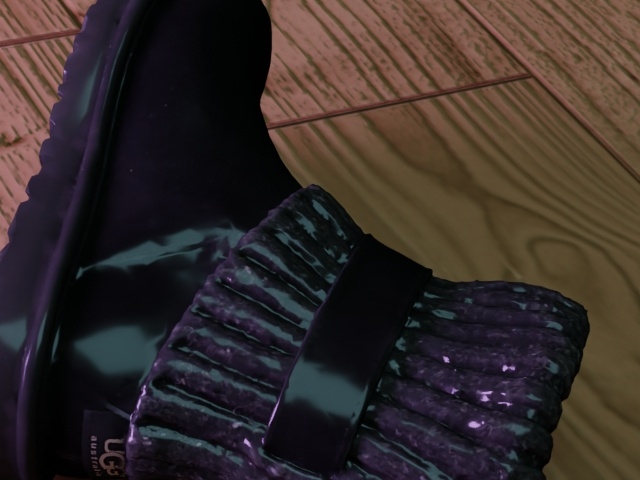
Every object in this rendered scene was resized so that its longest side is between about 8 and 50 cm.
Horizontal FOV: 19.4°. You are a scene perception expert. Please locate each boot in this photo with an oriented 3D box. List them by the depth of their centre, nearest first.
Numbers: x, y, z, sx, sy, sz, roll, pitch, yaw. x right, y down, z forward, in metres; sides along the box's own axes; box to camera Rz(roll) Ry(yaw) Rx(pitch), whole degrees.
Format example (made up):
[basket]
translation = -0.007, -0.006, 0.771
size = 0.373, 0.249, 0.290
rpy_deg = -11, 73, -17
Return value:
[boot]
translation = 0.000, 0.004, 0.890
size = 0.260, 0.131, 0.348
rpy_deg = 8, 49, 7
